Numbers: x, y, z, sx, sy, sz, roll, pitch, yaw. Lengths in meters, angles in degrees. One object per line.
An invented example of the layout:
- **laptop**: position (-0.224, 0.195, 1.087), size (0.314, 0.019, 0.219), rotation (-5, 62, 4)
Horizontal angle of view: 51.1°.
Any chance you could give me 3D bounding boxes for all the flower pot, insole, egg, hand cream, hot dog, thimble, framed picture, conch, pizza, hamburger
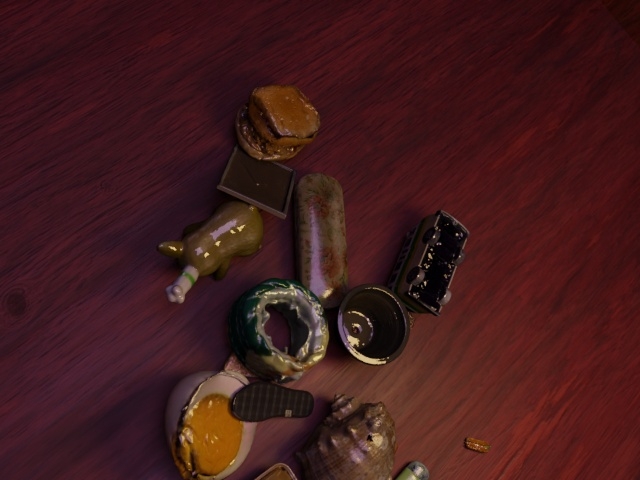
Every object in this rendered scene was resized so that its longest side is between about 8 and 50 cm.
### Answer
- **flower pot**: position (0.129, 0.256, 1.969), size (0.235, 0.148, 0.236), rotation (6, 72, -20)
- **insole**: position (-0.123, 0.442, 1.814), size (0.309, 0.012, 0.110), rotation (21, 70, -46)
- **egg**: position (-0.306, 0.477, 1.742), size (0.264, 0.174, 0.287), rotation (1, 86, -48)
- **hand cream**: position (0.240, 0.715, 1.927), size (0.175, 0.046, 0.095), rotation (-43, 92, -18)
- **hot dog**: position (0.480, 0.626, 2.048), size (0.083, 0.021, 0.037), rotation (20, 58, -11)
- **thimble**: position (-0.117, 0.252, 1.860), size (0.254, 0.167, 0.289), rotation (-9, 76, -32)
- **framed picture**: position (-0.180, -0.182, 1.976), size (0.213, 0.016, 0.289), rotation (24, 31, -11)
- **conch**: position (0.078, 0.581, 1.799), size (0.296, 0.210, 0.352), rotation (-23, 50, 0)
- **pizza**: position (-0.216, 0.356, 1.886), size (0.108, 0.026, 0.123), rotation (44, 63, -5)
- **hamburger**: position (-0.134, -0.361, 2.056), size (0.244, 0.163, 0.245), rotation (16, 52, -21)

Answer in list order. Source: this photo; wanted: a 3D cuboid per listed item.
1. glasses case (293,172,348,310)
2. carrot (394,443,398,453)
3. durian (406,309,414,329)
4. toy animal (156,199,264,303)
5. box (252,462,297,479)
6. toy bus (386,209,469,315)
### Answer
- **glasses case**: position (0.000, 0.000, 2.030), size (0.156, 0.098, 0.426), rotation (4, 73, -23)
- **carrot**: position (0.139, 0.659, 1.894), size (0.067, 0.067, 0.225), rotation (42, 64, -3)
- **durian**: position (0.251, 0.256, 2.049), size (0.080, 0.080, 0.091), rotation (6, 52, -17)
- **toy animal**: position (-0.322, 0.025, 1.863), size (0.363, 0.180, 0.181), rotation (-38, 89, -27)
- **box**: position (-0.145, 0.673, 1.772), size (0.177, 0.111, 0.111), rotation (-32, 86, -25)
- **toy bus**: position (0.326, 0.073, 2.077), size (0.143, 0.179, 0.306), rotation (34, 66, -22)
